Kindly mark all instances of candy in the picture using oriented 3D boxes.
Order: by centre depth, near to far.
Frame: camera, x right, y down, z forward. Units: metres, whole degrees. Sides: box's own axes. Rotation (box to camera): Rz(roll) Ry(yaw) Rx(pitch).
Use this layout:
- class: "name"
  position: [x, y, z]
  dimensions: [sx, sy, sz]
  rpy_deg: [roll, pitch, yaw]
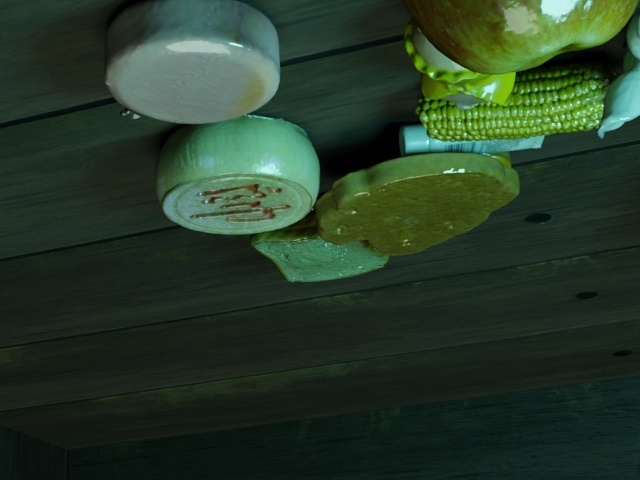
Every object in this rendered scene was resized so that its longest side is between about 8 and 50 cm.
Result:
- class: "candy"
  position: [-0.182, -0.244, 1.882]
  dimensions: [0.255, 0.094, 0.255]
  rpy_deg: [-2, 158, -1]

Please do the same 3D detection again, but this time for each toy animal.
- class: "toy animal"
  position: [0.190, -0.259, 1.846]
  dimensions: [0.156, 0.156, 0.230]
  rpy_deg: [-7, 169, 11]
- class: "toy animal"
  position: [0.497, -0.210, 1.904]
  dimensions: [0.325, 0.208, 0.154]
  rpy_deg: [3, -160, -40]

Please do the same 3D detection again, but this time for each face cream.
- class: "face cream"
  position: [0.245, -0.166, 2.190]
  dimensions: [0.244, 0.058, 0.092]
  rpy_deg: [-5, 151, -8]

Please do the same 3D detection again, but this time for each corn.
- class: "corn"
  position: [0.301, -0.202, 2.030]
  dimensions: [0.318, 0.115, 0.115]
  rpy_deg: [-7, 158, 12]

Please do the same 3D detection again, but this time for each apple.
- class: "apple"
  position: [0.230, -0.307, 1.558]
  dimensions: [0.309, 0.250, 0.277]
  rpy_deg: [4, 157, -23]

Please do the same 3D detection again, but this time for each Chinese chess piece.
- class: "Chinese chess piece"
  position: [-0.135, -0.105, 2.226]
  dimensions: [0.270, 0.112, 0.270]
  rpy_deg: [-3, 158, -1]

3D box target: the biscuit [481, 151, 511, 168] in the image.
- class: "biscuit"
  position: [0.242, -0.121, 2.302]
  dimensions: [0.170, 0.050, 0.170]
  rpy_deg: [-3, 159, -1]

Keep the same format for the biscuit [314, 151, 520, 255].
- class: "biscuit"
  position: [0.149, -0.064, 2.274]
  dimensions: [0.312, 0.057, 0.351]
  rpy_deg: [3, 156, -24]

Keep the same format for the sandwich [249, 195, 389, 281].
- class: "sandwich"
  position: [0.000, 0.001, 2.540]
  dimensions: [0.226, 0.087, 0.251]
  rpy_deg: [-7, 158, 15]
